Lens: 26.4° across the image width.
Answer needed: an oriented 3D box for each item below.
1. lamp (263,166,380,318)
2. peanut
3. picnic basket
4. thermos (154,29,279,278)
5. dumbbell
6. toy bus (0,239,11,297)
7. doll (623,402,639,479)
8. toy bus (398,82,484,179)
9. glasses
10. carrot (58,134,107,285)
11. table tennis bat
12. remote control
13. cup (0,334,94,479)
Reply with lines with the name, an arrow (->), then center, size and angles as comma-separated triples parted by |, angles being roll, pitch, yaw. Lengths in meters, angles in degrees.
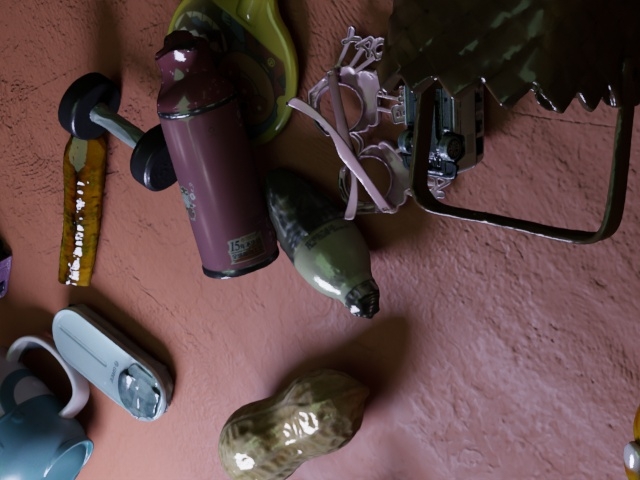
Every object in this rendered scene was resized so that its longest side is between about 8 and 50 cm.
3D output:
lamp -> 0.000, 0.000, 1.792 | 0.250, 0.101, 0.101 | 52, 131, 27
peanut -> -0.043, 0.259, 1.889 | 0.298, 0.136, 0.120 | -36, 79, 39
picnic basket -> 0.212, -0.170, 1.433 | 0.254, 0.291, 0.321 | 13, 105, 35
thermos -> -0.145, -0.126, 1.834 | 0.109, 0.136, 0.330 | -9, 110, 14
dumbbell -> -0.279, -0.157, 1.952 | 0.191, 0.100, 0.100 | 34, 124, 24
toy bus -> -0.616, 0.029, 2.289 | 0.198, 0.096, 0.108 | 26, 125, 25
doll -> 0.430, 0.270, 1.506 | 0.166, 0.162, 0.270 | 11, 122, 69
toy bus -> 0.147, -0.175, 1.613 | 0.087, 0.089, 0.194 | 13, 113, 44
glasses -> 0.063, -0.139, 1.695 | 0.162, 0.095, 0.256 | -21, 94, 22
carrot -> -0.366, -0.046, 2.084 | 0.070, 0.070, 0.260 | 28, 123, 28
table tennis bat -> -0.098, -0.280, 1.797 | 0.224, 0.054, 0.369 | 42, 131, 17
remote control -> -0.326, 0.189, 2.143 | 0.247, 0.052, 0.104 | 36, 126, 23
cup -> -0.503, 0.295, 2.232 | 0.257, 0.219, 0.290 | 40, 96, 20
